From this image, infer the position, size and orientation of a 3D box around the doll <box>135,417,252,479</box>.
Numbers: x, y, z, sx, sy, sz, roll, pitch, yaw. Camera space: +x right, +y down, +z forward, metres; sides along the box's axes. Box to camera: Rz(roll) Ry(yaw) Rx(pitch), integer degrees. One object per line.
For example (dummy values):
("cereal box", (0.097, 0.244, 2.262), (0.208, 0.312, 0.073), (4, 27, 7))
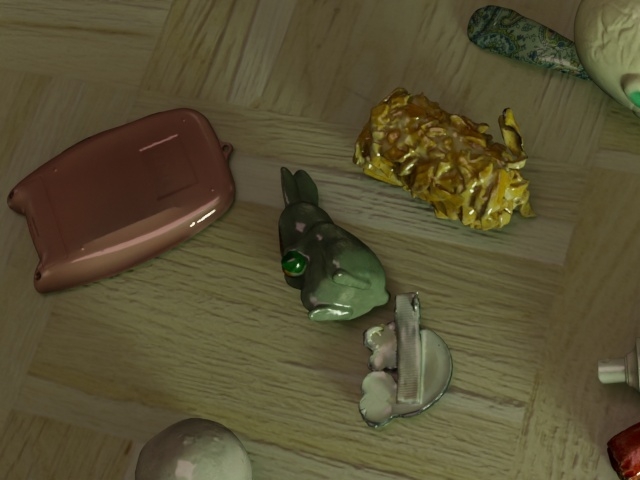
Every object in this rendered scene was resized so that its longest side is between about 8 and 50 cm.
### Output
("doll", (-0.107, 0.348, 1.626), (0.151, 0.151, 0.287), (-35, 66, -3))

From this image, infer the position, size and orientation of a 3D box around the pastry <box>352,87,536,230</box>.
("pastry", (0.172, -0.109, 1.783), (0.250, 0.102, 0.154), (28, 78, 26))

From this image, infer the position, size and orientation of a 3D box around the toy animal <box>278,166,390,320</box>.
("toy animal", (-0.002, 0.010, 1.789), (0.108, 0.138, 0.236), (-64, 33, 24))

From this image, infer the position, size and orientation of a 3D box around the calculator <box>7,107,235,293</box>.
("calculator", (-0.275, -0.068, 1.912), (0.329, 0.048, 0.220), (-25, 61, 0))

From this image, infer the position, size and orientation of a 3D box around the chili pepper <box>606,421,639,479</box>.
("chili pepper", (0.396, 0.235, 1.584), (0.123, 0.073, 0.070), (-22, 56, 1))

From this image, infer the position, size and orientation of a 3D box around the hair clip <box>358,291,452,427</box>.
("hair clip", (0.107, 0.151, 1.712), (0.116, 0.049, 0.172), (-5, 67, 17))

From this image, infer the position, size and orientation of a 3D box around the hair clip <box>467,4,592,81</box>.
("hair clip", (0.297, -0.264, 1.861), (0.229, 0.036, 0.066), (28, 81, 24))

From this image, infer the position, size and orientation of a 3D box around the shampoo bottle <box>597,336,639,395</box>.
("shampoo bottle", (0.478, 0.144, 1.595), (0.303, 0.092, 0.092), (-5, 65, 13))

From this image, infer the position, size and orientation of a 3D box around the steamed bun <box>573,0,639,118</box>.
("steamed bun", (0.415, -0.231, 1.741), (0.228, 0.177, 0.131), (43, 98, 16))
